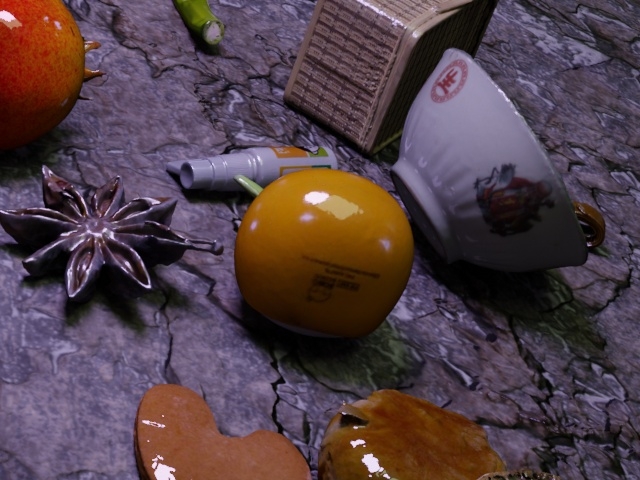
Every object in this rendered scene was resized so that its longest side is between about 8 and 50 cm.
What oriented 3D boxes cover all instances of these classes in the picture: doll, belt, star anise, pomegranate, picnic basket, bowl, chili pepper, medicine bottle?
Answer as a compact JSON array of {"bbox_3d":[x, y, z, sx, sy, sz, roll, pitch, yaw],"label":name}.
[{"bbox_3d":[0.000,0.000,1.862,0.213,0.213,0.236,13,22,-16],"label":"doll"},{"bbox_3d":[0.368,-0.025,2.228,0.083,0.059,0.036,22,35,-1],"label":"belt"},{"bbox_3d":[-0.242,0.002,1.801,0.263,0.081,0.230,10,35,-1],"label":"star anise"},{"bbox_3d":[-0.382,-0.224,1.916,0.257,0.221,0.221,-3,42,-46],"label":"pomegranate"},{"bbox_3d":[0.121,-0.290,2.287,0.175,0.228,0.313,33,36,16],"label":"picnic basket"},{"bbox_3d":[0.193,-0.071,2.052,0.158,0.337,0.337,-31,52,-4],"label":"bowl"},{"bbox_3d":[-0.191,-0.355,2.342,0.050,0.052,0.201,35,19,-44],"label":"chili pepper"},{"bbox_3d":[-0.089,-0.095,2.055,0.221,0.061,0.092,-5,19,-36],"label":"medicine bottle"}]

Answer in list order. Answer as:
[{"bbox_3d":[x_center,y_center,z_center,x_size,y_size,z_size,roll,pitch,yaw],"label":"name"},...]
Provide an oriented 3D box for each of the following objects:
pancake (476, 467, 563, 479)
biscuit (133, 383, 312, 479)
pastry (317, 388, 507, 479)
[{"bbox_3d":[0.251,0.392,1.511,0.387,0.082,0.387,26,41,-25],"label":"pancake"},{"bbox_3d":[-0.100,0.223,1.630,0.192,0.036,0.186,12,34,-19],"label":"biscuit"},{"bbox_3d":[0.105,0.257,1.650,0.219,0.100,0.229,12,31,-24],"label":"pastry"}]
